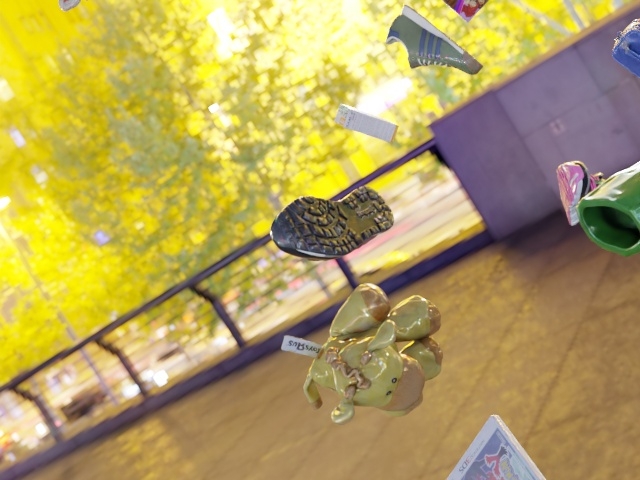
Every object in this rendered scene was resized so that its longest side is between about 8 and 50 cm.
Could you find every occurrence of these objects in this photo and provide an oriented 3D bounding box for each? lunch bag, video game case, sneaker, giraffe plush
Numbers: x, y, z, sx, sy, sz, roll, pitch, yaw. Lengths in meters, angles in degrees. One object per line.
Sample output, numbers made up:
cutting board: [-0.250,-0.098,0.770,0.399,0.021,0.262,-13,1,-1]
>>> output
lunch bag: [0.531,-0.315,1.766,0.067,0.098,0.065,-55,1,36]
video game case: [0.314,0.443,1.880,0.023,0.201,0.183,6,-55,-37]
sneaker: [0.392,-0.076,1.559,0.074,0.063,0.170,-18,-24,7]
giraffe plush: [0.066,0.153,1.333,0.210,0.181,0.170,-2,6,-9]
sneaker: [0.000,0.000,1.665,0.124,0.107,0.283,-38,-15,32]
sneaker: [0.198,-0.338,1.926,0.086,0.192,0.064,-52,-20,11]

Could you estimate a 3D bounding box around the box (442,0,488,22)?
box: [0.251,-0.505,1.616,0.293,0.201,0.057,-47,31,16]

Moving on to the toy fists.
toy fists: [0.416,-0.035,1.152,0.142,0.096,0.279,-34,19,-20]

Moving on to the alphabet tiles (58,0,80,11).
alphabet tiles: [-0.366,-0.526,1.770,0.284,0.278,0.021,-13,-22,39]

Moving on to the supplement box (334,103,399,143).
supplement box: [0.081,-0.208,1.892,0.036,0.098,0.062,-70,21,10]
